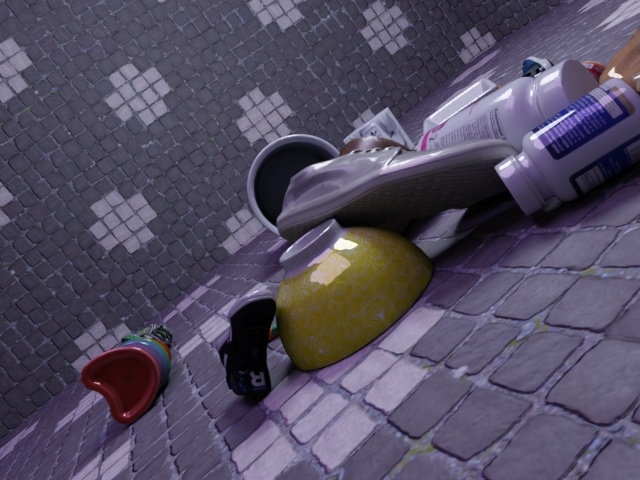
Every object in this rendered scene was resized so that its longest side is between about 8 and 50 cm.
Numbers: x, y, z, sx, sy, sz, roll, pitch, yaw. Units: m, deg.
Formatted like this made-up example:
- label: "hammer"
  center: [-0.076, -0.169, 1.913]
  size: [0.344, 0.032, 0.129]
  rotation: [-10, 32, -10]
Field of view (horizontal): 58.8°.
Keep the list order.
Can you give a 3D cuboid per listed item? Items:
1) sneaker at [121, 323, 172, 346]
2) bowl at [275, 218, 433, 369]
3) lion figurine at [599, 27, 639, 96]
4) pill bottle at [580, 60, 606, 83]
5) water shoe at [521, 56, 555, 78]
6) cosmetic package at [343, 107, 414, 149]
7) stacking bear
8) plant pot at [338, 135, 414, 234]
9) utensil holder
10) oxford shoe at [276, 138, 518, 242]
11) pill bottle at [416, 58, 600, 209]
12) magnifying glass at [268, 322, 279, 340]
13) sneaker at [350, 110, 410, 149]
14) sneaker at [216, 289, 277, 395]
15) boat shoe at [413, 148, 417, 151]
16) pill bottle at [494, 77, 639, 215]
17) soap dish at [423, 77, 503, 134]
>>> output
- label: "sneaker"
  center: [-0.552, 0.322, 1.838]
  size: [0.146, 0.134, 0.344]
  rotation: [-41, 10, -21]
- label: "bowl"
  center: [0.023, 0.059, 0.940]
  size: [0.290, 0.156, 0.289]
  rotation: [-37, 9, 7]
- label: "lion figurine"
  center: [0.500, -0.250, 0.815]
  size: [0.240, 0.142, 0.392]
  rotation: [-43, -3, 5]
- label: "pill bottle"
  center: [0.467, -0.259, 1.034]
  size: [0.152, 0.086, 0.086]
  rotation: [-44, 12, -35]
- label: "water shoe"
  center: [0.595, -0.471, 1.609]
  size: [0.080, 0.073, 0.203]
  rotation: [-38, 9, 11]
- label: "cosmetic package"
  center: [0.217, -0.355, 2.091]
  size: [0.151, 0.183, 0.151]
  rotation: [-28, 13, 43]
- label: "stacking bear"
  center: [-0.464, 0.326, 1.469]
  size: [0.164, 0.175, 0.289]
  rotation: [-40, 2, -3]
- label: "plant pot"
  center: [0.093, -0.058, 1.170]
  size: [0.215, 0.215, 0.230]
  rotation: [-25, 31, 53]
- label: "utensil holder"
  center: [-0.075, -0.178, 1.925]
  size: [0.328, 0.327, 0.385]
  rotation: [-38, 7, 0]
- label: "oxford shoe"
  center: [0.102, -0.102, 0.956]
  size: [0.450, 0.169, 0.129]
  rotation: [-15, 63, 38]
- label: "pill bottle"
  center: [0.312, -0.169, 0.946]
  size: [0.283, 0.160, 0.160]
  rotation: [-26, 15, 49]
- label: "magnifying glass"
  center: [-0.074, 0.173, 1.156]
  size: [0.231, 0.026, 0.092]
  rotation: [-32, 11, 21]
- label: "sneaker"
  center: [0.171, -0.209, 1.489]
  size: [0.137, 0.210, 0.366]
  rotation: [-35, 10, 19]
- label: "sneaker"
  center: [-0.103, 0.176, 0.909]
  size: [0.079, 0.121, 0.216]
  rotation: [-9, -31, -28]
- label: "boat shoe"
  center: [0.252, -0.245, 1.774]
  size: [0.224, 0.073, 0.080]
  rotation: [-37, 10, 6]
- label: "pill bottle"
  center: [0.337, -0.117, 0.760]
  size: [0.187, 0.112, 0.112]
  rotation: [-34, 10, 19]
- label: "soap dish"
  center: [0.383, -0.308, 1.471]
  size: [0.229, 0.118, 0.291]
  rotation: [-34, 10, 19]
